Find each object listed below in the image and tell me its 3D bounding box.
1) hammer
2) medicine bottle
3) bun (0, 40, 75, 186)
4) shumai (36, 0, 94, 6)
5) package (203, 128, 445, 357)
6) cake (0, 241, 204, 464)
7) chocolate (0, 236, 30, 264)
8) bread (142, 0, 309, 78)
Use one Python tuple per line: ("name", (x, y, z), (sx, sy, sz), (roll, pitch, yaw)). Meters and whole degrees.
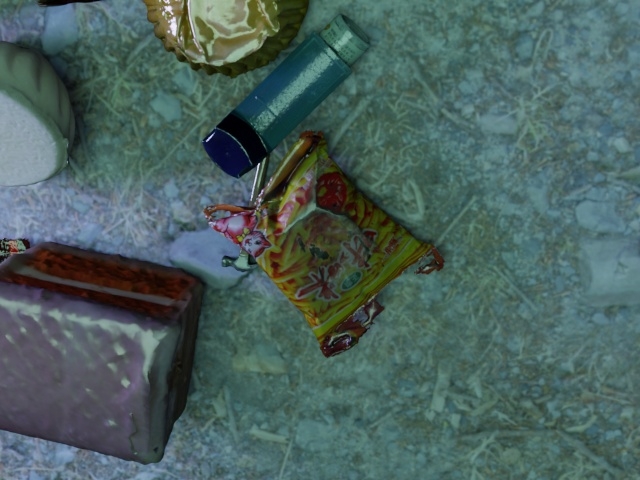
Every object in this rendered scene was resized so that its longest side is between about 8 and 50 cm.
("hammer", (-0.097, -0.039, 1.774), (0.062, 0.017, 0.182), (15, 107, 5))
("medicine bottle", (-0.044, -0.198, 1.666), (0.258, 0.124, 0.079), (-43, 92, 16))
("bun", (-0.459, -0.212, 1.718), (0.263, 0.175, 0.263), (8, 147, 5))
("shumai", (-0.354, -0.449, 1.598), (0.346, 0.217, 0.283), (-4, 104, 8))
("package", (0.006, -0.004, 1.723), (0.223, 0.108, 0.288), (-39, 104, 12))
("cake", (-0.335, 0.154, 1.752), (0.308, 0.237, 0.230), (14, 106, 4))
("chocolate", (-0.472, 0.081, 1.869), (0.086, 0.028, 0.183), (-5, 106, 4))
("bread", (-0.133, -0.337, 1.632), (0.239, 0.139, 0.240), (2, 103, 9))
